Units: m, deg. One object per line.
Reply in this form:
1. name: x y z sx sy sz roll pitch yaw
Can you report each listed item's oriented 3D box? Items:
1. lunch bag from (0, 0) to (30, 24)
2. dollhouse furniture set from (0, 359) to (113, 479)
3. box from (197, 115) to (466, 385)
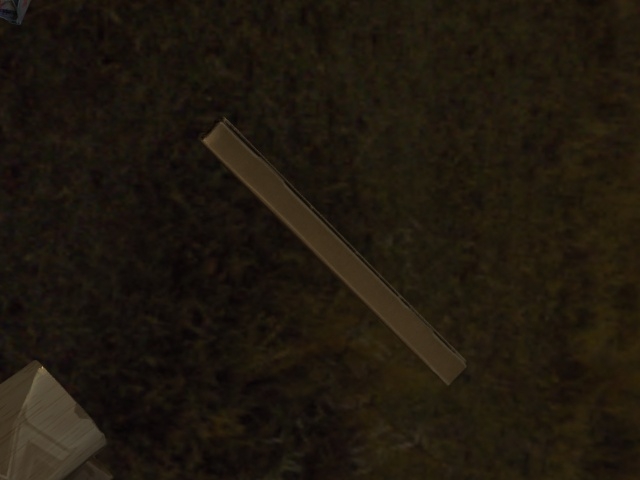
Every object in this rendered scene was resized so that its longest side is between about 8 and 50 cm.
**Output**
1. lunch bag: -0.288 -0.251 1.005 0.083 0.053 0.071 57 47 -55
2. dollhouse furniture set: -0.357 0.152 0.767 0.256 0.394 0.362 -39 162 -25
3. box: 0.000 0.000 0.690 0.021 0.201 0.164 -45 -171 -1
